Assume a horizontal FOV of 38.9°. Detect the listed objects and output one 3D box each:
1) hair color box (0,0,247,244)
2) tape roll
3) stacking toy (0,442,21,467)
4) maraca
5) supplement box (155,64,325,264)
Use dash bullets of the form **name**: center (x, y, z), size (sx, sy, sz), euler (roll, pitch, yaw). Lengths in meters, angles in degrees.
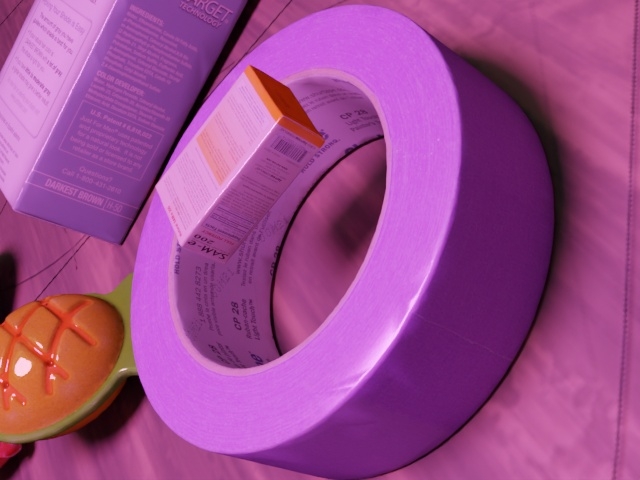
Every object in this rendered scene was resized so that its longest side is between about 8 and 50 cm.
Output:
- **hair color box**: center (-0.174, -0.207, 0.826), size (0.185, 0.114, 0.374), euler (39, 104, 49)
- **tape roll**: center (0.000, 0.000, 0.554), size (0.275, 0.090, 0.274), euler (-24, 53, 37)
- **stacking toy**: center (-0.381, 0.163, 0.916), size (0.309, 0.131, 0.279), euler (-112, 32, -45)
- **maraca**: center (-0.195, 0.091, 0.720), size (0.186, 0.099, 0.127), euler (-26, 50, 4)
- **supplement box**: center (-0.049, -0.044, 0.531), size (0.098, 0.036, 0.062), euler (-49, 42, 18)
